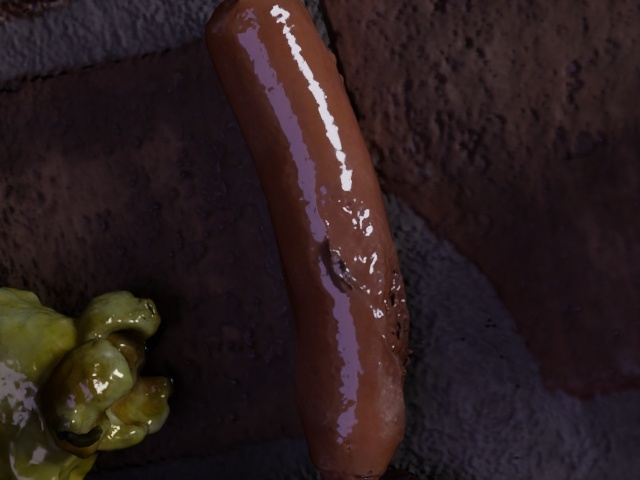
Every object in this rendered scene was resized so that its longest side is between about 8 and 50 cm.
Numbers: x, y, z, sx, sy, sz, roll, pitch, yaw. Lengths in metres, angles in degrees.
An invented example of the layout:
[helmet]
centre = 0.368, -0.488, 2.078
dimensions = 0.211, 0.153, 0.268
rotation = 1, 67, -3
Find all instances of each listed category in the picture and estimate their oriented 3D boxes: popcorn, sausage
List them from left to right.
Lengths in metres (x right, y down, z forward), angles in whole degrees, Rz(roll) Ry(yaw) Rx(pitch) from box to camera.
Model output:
[popcorn]
centre = -0.201, 0.116, 1.000
dimensions = 0.195, 0.173, 0.168
rotation = 2, 91, 17
[sausage]
centre = 0.002, -0.001, 0.925
dimensions = 0.087, 0.079, 0.327
rotation = -16, 96, -14

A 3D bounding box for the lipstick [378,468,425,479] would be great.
[lipstick]
centre = -0.109, 0.215, 0.992
dimensions = 0.418, 0.077, 0.077
rotation = -11, 99, 12
